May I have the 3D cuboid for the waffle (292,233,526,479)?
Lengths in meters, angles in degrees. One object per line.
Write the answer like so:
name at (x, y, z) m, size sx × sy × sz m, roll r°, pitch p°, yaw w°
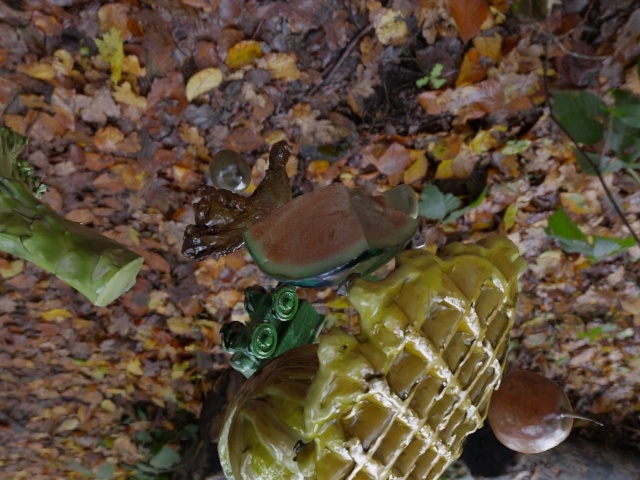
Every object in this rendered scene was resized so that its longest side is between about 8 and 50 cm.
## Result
waffle at (0.120, 0.179, 0.582) m, size 0.381 × 0.095 × 0.380 m, roll -18°, pitch 123°, yaw -40°

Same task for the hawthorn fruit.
hawthorn fruit at (0.383, 0.300, 0.874) m, size 0.149 × 0.149 × 0.189 m, roll 2°, pitch 143°, yaw -12°

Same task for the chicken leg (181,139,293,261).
chicken leg at (-0.156, -0.075, 1.003) m, size 0.322 × 0.177 × 0.083 m, roll -33°, pitch 163°, yaw -12°

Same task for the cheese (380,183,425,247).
cheese at (0.229, -0.063, 1.281) m, size 0.096 × 0.192 × 0.037 m, roll -22°, pitch 151°, yaw 3°

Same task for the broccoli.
broccoli at (-0.425, -0.021, 0.650) m, size 0.361 × 0.222 × 0.252 m, roll 29°, pitch -176°, yaw 28°

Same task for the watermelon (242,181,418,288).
watermelon at (0.005, 0.021, 0.621) m, size 0.230 × 0.146 × 0.128 m, roll -21°, pitch 117°, yaw 24°

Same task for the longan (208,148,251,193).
longan at (-0.204, -0.155, 1.098) m, size 0.092 × 0.113 × 0.113 m, roll -33°, pitch 157°, yaw -24°

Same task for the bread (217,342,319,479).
bread at (-0.073, 0.314, 0.886) m, size 0.160 × 0.333 × 0.333 m, roll 42°, pitch 135°, yaw -6°

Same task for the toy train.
toy train at (-0.123, 0.229, 1.215) m, size 0.145 × 0.266 × 0.202 m, roll -5°, pitch 133°, yaw 40°
